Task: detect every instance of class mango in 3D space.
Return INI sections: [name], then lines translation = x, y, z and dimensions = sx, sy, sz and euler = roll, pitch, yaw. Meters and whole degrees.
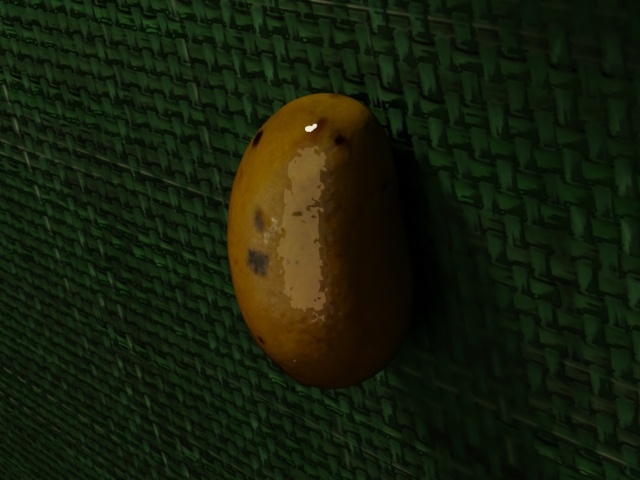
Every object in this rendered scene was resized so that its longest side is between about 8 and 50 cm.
[mango]
translation = -0.002, 0.001, 0.784
dimensions = 0.115, 0.090, 0.178
euler = 11, 122, 39
